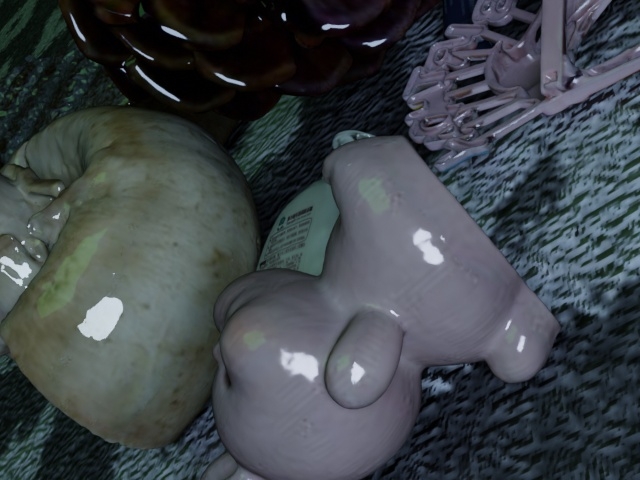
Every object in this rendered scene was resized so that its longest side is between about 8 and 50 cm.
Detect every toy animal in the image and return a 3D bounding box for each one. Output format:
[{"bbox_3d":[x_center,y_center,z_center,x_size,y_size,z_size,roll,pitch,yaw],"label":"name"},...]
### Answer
[{"bbox_3d":[-0.009,0.061,0.430,0.212,0.124,0.124,-47,29,5],"label":"toy animal"}]

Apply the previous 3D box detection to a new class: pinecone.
[{"bbox_3d":[-0.028,-0.214,0.546,0.296,0.242,0.298,38,-111,-86],"label":"pinecone"}]

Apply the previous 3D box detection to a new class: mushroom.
[{"bbox_3d":[-0.140,-0.003,0.611,0.254,0.195,0.189,11,64,55],"label":"mushroom"}]

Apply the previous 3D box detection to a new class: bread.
[{"bbox_3d":[-0.217,-0.101,0.914,0.417,0.113,0.165,-4,57,53],"label":"bread"}]

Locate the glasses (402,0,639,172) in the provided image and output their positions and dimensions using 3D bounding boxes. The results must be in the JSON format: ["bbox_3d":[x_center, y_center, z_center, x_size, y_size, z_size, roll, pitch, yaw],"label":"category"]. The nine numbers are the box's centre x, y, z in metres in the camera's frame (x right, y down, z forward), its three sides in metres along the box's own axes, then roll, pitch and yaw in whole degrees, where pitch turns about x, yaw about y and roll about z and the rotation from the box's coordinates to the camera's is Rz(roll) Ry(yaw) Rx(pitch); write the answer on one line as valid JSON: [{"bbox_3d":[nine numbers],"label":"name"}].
[{"bbox_3d":[0.105,-0.151,0.520,0.162,0.095,0.255,-18,41,53],"label":"glasses"}]

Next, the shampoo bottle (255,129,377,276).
[{"bbox_3d":[0.000,0.000,0.554,0.077,0.045,0.151,-25,41,44],"label":"shampoo bottle"}]

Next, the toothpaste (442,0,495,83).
[{"bbox_3d":[0.086,-0.142,0.609,0.037,0.021,0.139,-30,38,30],"label":"toothpaste"}]
